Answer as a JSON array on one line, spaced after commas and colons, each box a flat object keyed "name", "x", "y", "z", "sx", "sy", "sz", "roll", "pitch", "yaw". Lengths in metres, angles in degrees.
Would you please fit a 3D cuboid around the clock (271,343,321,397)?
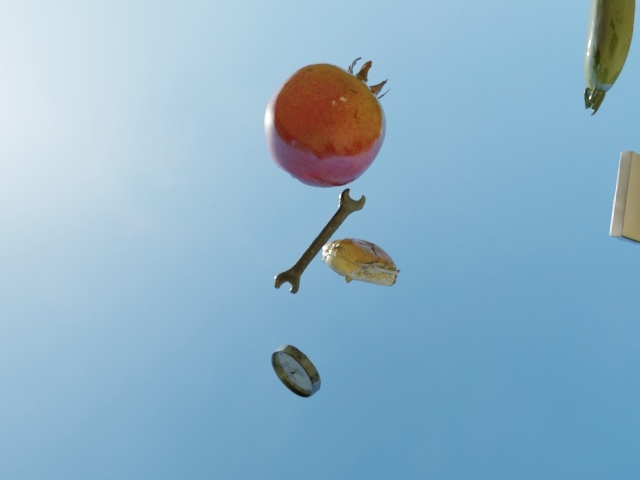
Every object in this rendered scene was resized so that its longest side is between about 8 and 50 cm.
[{"name": "clock", "x": -0.035, "y": 0.185, "z": 0.738, "sx": 0.085, "sy": 0.085, "sz": 0.017, "roll": 40, "pitch": -129, "yaw": 17}]

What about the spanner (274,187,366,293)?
[{"name": "spanner", "x": 0.000, "y": 0.000, "z": 1.020, "sx": 0.054, "sy": 0.015, "sz": 0.254, "roll": 40, "pitch": -101, "yaw": -6}]

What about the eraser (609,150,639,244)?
[{"name": "eraser", "x": 0.548, "y": -0.072, "z": 0.913, "sx": 0.104, "sy": 0.023, "sz": 0.150, "roll": 11, "pitch": -93, "yaw": -34}]

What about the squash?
[{"name": "squash", "x": 0.601, "y": -0.434, "z": 1.090, "sx": 0.094, "sy": 0.341, "sz": 0.094, "roll": 1, "pitch": -169, "yaw": 0}]

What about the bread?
[{"name": "bread", "x": 0.055, "y": 0.027, "z": 0.723, "sx": 0.106, "sy": 0.053, "sz": 0.072, "roll": 16, "pitch": -168, "yaw": -39}]

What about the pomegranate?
[{"name": "pomegranate", "x": 0.018, "y": -0.220, "z": 0.943, "sx": 0.221, "sy": 0.221, "sz": 0.257, "roll": 36, "pitch": -99, "yaw": 14}]
